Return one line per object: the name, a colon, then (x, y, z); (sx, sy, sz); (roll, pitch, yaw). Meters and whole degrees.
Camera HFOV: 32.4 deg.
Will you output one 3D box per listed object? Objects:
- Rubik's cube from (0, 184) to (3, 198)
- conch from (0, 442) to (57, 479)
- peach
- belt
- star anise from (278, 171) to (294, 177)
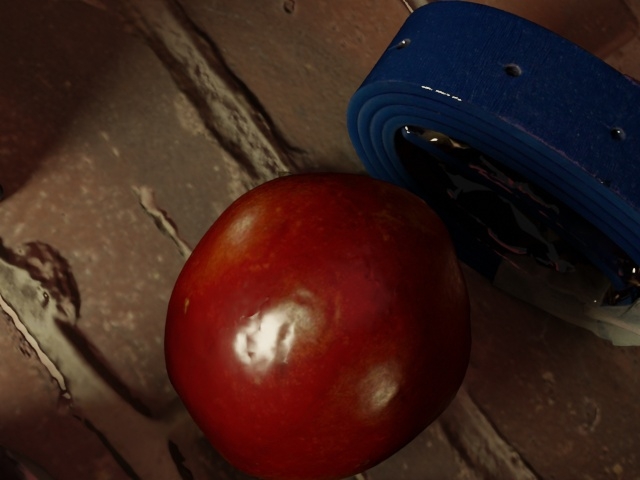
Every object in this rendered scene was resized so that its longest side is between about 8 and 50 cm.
Rubik's cube: (-0.388, -0.056, 0.741); (0.233, 0.228, 0.229); (-12, 117, 10)
conch: (-0.248, 0.206, 0.698); (0.149, 0.182, 0.275); (-46, 77, 11)
peach: (0.007, 0.066, 0.805); (0.243, 0.243, 0.200); (11, 37, -18)
belt: (0.188, -0.052, 0.938); (0.347, 0.212, 0.117); (34, 60, -3)
star anise: (-0.001, 0.001, 0.937); (0.141, 0.042, 0.141); (7, 67, -18)
